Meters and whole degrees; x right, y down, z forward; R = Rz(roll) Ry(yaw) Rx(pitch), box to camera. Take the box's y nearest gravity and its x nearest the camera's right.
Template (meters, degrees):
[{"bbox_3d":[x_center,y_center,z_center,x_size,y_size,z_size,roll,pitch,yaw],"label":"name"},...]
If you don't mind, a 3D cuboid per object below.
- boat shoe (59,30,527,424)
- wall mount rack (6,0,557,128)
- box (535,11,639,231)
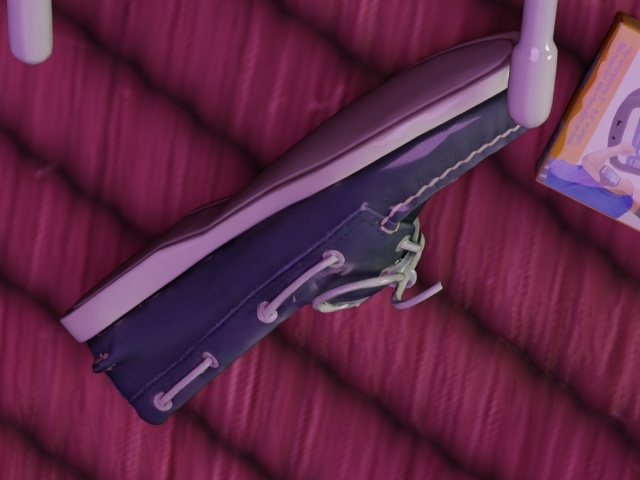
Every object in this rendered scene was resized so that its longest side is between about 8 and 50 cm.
[{"bbox_3d":[0.000,0.000,0.820,0.254,0.095,0.079,-33,100,18],"label":"boat shoe"},{"bbox_3d":[-0.001,-0.212,0.697,0.350,0.130,0.304,8,86,5],"label":"wall mount rack"},{"bbox_3d":[0.172,-0.034,0.822,0.136,0.028,0.081,26,110,0],"label":"box"}]
